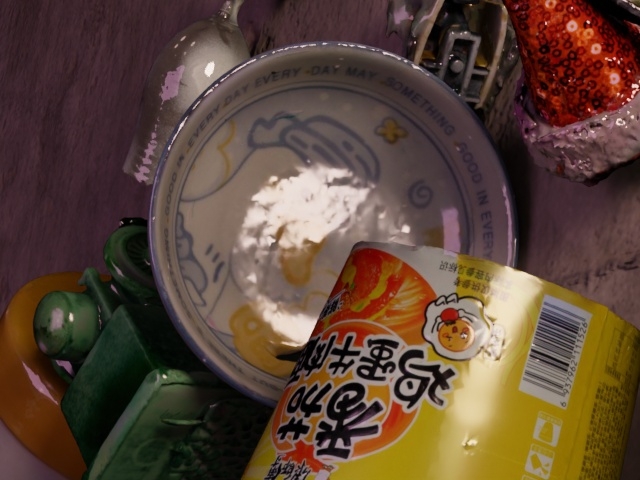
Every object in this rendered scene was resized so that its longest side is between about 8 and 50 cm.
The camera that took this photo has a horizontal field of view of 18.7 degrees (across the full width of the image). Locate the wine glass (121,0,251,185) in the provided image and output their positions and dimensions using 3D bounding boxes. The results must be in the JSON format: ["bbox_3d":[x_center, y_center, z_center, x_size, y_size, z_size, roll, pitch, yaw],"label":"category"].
[{"bbox_3d":[-0.111,-0.153,1.810,0.103,0.103,0.222,36,105,57],"label":"wine glass"}]

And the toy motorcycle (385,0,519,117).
[{"bbox_3d":[0.091,-0.152,1.510,0.130,0.094,0.229,-128,47,-59],"label":"toy motorcycle"}]

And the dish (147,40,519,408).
[{"bbox_3d":[0.000,0.000,1.445,0.134,0.273,0.273,144,137,-76],"label":"dish"}]

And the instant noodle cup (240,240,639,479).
[{"bbox_3d":[0.082,0.125,1.247,0.264,0.264,0.200,2,70,58],"label":"instant noodle cup"}]

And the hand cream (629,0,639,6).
[{"bbox_3d":[0.230,-0.173,1.350,0.165,0.037,0.057,22,95,53],"label":"hand cream"}]

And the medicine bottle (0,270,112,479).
[{"bbox_3d":[-0.202,0.185,1.671,0.232,0.238,0.238,-59,34,26],"label":"medicine bottle"}]

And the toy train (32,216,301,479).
[{"bbox_3d":[-0.091,0.096,1.518,0.145,0.266,0.202,-56,46,28],"label":"toy train"}]

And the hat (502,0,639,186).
[{"bbox_3d":[0.151,-0.142,1.284,0.129,0.227,0.140,-36,37,10],"label":"hat"}]
